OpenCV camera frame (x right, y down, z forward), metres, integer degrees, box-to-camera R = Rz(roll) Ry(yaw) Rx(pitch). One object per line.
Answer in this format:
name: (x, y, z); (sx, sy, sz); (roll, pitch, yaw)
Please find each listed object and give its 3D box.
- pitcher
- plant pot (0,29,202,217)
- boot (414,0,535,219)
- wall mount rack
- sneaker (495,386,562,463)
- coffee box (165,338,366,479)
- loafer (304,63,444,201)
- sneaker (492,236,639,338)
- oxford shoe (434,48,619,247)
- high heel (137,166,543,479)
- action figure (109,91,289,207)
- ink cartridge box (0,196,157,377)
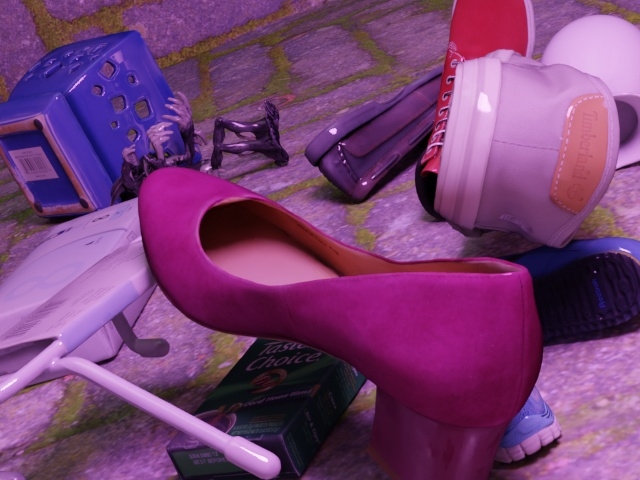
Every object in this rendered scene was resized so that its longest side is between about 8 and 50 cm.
pitcher: (0.268, -0.139, 1.226); (0.177, 0.125, 0.207); (-30, 25, 27)
plant pot: (-0.365, -0.165, 1.825); (0.236, 0.236, 0.212); (-2, 33, 44)
boot: (0.151, -0.150, 1.195); (0.088, 0.244, 0.176); (14, 32, 18)
wall mount rack: (-0.119, 0.082, 0.901); (0.304, 0.130, 0.350); (-16, 19, 38)
sneaker: (0.107, 0.090, 0.813); (0.063, 0.073, 0.162); (-27, 19, -16)
coffee box: (-0.031, 0.121, 0.932); (0.113, 0.040, 0.184); (-11, 21, 32)
loafer: (0.113, -0.136, 1.454); (0.302, 0.095, 0.109); (-30, -11, -35)
sneaker: (0.162, 0.040, 0.916); (0.209, 0.069, 0.082); (-12, 9, 27)
oxford shoe: (0.174, -0.075, 0.973); (0.130, 0.169, 0.449); (8, 7, 8)
high heel: (0.000, 0.000, 0.785); (0.127, 0.181, 0.377); (-23, 46, -38)
action figure: (-0.191, -0.130, 1.666); (0.275, 0.141, 0.164); (-18, 30, 8)
ink cartridge box: (-0.379, 0.083, 1.357); (0.385, 0.091, 0.308); (-17, 19, 12)
